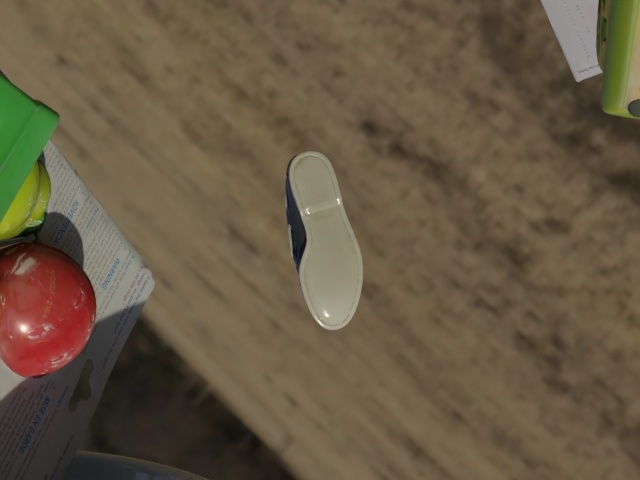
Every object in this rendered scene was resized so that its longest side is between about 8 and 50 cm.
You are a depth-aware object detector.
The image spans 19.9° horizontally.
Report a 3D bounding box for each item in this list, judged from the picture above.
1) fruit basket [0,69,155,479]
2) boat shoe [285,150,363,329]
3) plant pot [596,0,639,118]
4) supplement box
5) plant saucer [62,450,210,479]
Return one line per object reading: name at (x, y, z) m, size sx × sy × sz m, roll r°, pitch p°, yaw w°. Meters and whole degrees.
fruit basket at (-0.292, 0.031, 1.539) m, size 0.165 × 0.327 × 0.353 m, roll -5°, pitch 134°, yaw 28°
boat shoe at (0.000, 0.000, 2.102) m, size 0.065 × 0.075 × 0.206 m, roll 171°, pitch 88°, yaw -78°
plant pot at (0.346, -0.212, 1.534) m, size 0.227 × 0.207 × 0.228 m, roll 8°, pitch 123°, yaw 9°
supplement box at (0.301, -0.267, 1.941) m, size 0.130 × 0.073 × 0.239 m, roll 64°, pitch -155°, yaw -12°
plant saucer at (-0.245, 0.276, 1.524) m, size 0.401 × 0.100 × 0.400 m, roll 4°, pitch -171°, yaw -1°
